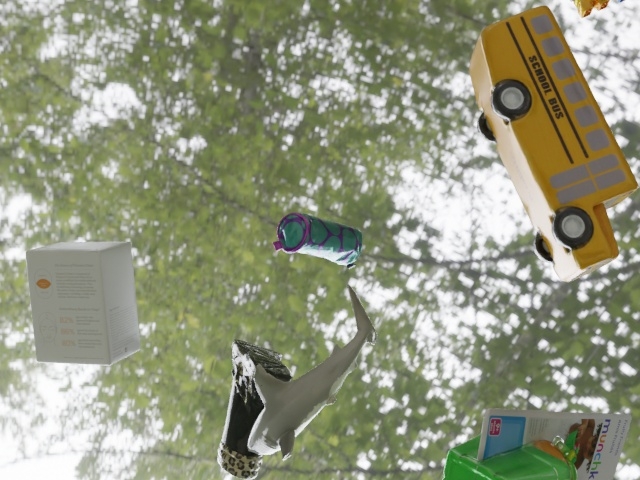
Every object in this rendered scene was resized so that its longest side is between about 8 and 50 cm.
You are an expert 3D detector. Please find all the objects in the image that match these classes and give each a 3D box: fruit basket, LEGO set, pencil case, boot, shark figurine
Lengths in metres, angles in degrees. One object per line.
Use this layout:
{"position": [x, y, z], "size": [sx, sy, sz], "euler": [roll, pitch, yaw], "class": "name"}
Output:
{"position": [0.317, 0.404, 1.361], "size": [0.353, 0.327, 0.165], "euler": [12, -175, -35], "class": "fruit basket"}
{"position": [0.461, -0.442, 1.582], "size": [0.227, 0.087, 0.093], "euler": [-26, -117, -24], "class": "LEGO set"}
{"position": [0.000, 0.000, 1.446], "size": [0.152, 0.070, 0.064], "euler": [16, -135, -52], "class": "pencil case"}
{"position": [-0.119, 0.262, 1.520], "size": [0.085, 0.178, 0.236], "euler": [17, -177, -15], "class": "boot"}
{"position": [-0.028, 0.191, 1.326], "size": [0.116, 0.166, 0.278], "euler": [41, -88, -3], "class": "shark figurine"}

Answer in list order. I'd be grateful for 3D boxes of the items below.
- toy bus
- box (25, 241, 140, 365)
{"position": [0.297, -0.121, 1.220], "size": [0.130, 0.108, 0.332], "euler": [-22, -102, -6], "class": "toy bus"}
{"position": [-0.352, 0.091, 1.417], "size": [0.130, 0.170, 0.091], "euler": [0, -172, 20], "class": "box"}
